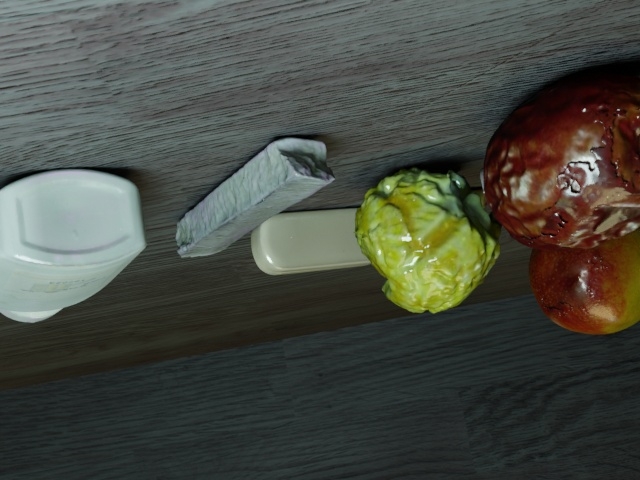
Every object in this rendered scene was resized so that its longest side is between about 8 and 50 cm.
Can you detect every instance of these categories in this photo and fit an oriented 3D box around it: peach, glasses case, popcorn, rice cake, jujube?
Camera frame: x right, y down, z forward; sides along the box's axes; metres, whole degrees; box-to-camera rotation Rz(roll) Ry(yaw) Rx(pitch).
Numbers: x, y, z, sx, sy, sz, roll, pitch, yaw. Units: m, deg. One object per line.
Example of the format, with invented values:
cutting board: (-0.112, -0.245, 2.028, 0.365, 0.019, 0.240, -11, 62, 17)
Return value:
peach: (0.480, 0.053, 1.781, 0.231, 0.230, 0.231, -10, 169, -2)
glasses case: (0.000, 0.000, 1.410, 0.196, 0.083, 0.050, -3, 167, -26)
popcorn: (0.139, -0.015, 1.268, 0.212, 0.197, 0.198, -32, -174, -41)
rice cake: (-0.087, -0.043, 1.165, 0.073, 0.056, 0.365, -5, 168, -27)
jujube: (0.267, -0.082, 1.040, 0.184, 0.183, 0.243, -7, 177, -16)

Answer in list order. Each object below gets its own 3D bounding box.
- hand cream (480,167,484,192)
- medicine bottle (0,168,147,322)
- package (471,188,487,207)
hand cream: (0.321, -0.103, 1.233, 0.248, 0.083, 0.133, -26, 166, 25)
medicine bottle: (-0.299, 0.013, 1.123, 0.161, 0.111, 0.296, -4, 166, -24)
package: (0.182, -0.048, 1.475, 0.121, 0.031, 0.108, -5, 168, -26)
